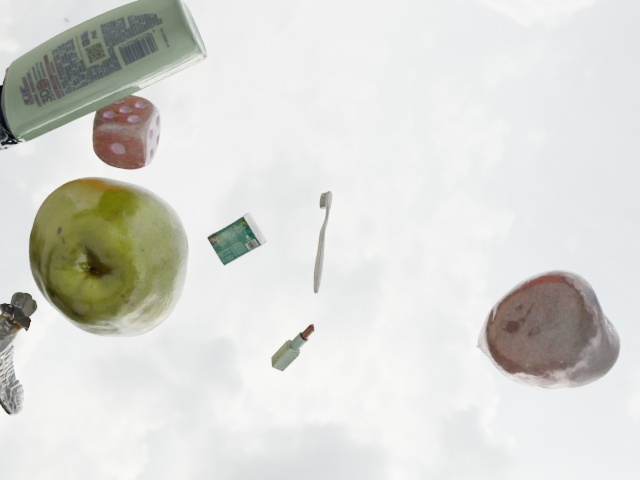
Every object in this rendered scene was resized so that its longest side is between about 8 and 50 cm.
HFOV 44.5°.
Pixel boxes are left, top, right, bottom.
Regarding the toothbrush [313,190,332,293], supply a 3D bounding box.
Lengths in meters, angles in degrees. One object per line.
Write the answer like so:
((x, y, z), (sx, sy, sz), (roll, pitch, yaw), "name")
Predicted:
((0.000, 0.000, 1.911), (0.029, 0.025, 0.307), (-10, -129, 23), "toothbrush")

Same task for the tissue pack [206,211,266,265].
((-0.196, -0.006, 1.870), (0.111, 0.079, 0.085), (-29, -84, 17), "tissue pack")

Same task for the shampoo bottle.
((-0.359, -0.264, 1.197), (0.359, 0.078, 0.134), (-23, -101, 6), "shampoo bottle")

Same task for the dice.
((-0.314, -0.176, 1.269), (0.091, 0.094, 0.093), (-79, 180, -45), "dice")

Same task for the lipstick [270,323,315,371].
((-0.048, 0.204, 1.522), (0.129, 0.030, 0.030), (-48, -152, 28), "lipstick")

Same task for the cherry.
((0.413, 0.178, 1.423), (0.239, 0.239, 0.206), (-51, -143, 18), "cherry")

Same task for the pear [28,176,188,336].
((-0.360, 0.025, 1.352), (0.294, 0.294, 0.294), (-20, -120, 40), "pear")

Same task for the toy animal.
((-0.518, 0.154, 1.183), (0.160, 0.272, 0.197), (-41, -165, 5), "toy animal")
